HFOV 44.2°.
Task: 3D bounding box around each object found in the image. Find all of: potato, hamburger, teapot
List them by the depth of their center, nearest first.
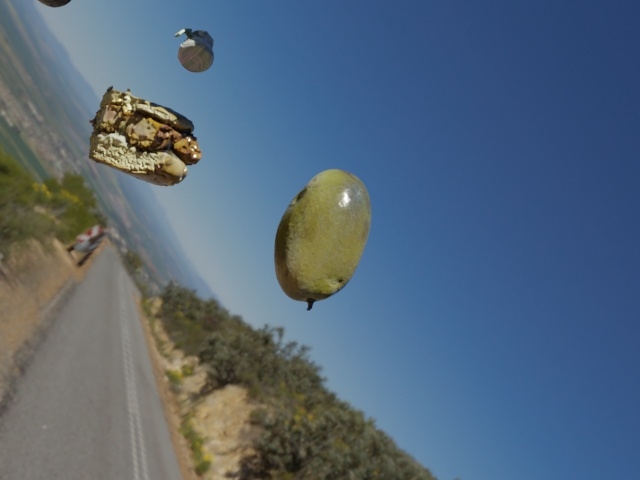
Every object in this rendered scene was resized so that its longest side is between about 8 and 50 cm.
[{"bbox_3d":[0.000,0.000,1.349,0.174,0.159,0.251,87,15,-73],"label":"potato"},{"bbox_3d":[-0.226,-0.348,1.410,0.083,0.064,0.064,47,29,-32],"label":"teapot"},{"bbox_3d":[-0.351,-0.200,1.539,0.245,0.155,0.282,23,-1,-10],"label":"hamburger"}]

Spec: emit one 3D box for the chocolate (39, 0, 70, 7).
[{"bbox_3d":[-0.342,-0.375,0.994,0.072,0.072,0.167,162,-77,-81],"label":"chocolate"}]
